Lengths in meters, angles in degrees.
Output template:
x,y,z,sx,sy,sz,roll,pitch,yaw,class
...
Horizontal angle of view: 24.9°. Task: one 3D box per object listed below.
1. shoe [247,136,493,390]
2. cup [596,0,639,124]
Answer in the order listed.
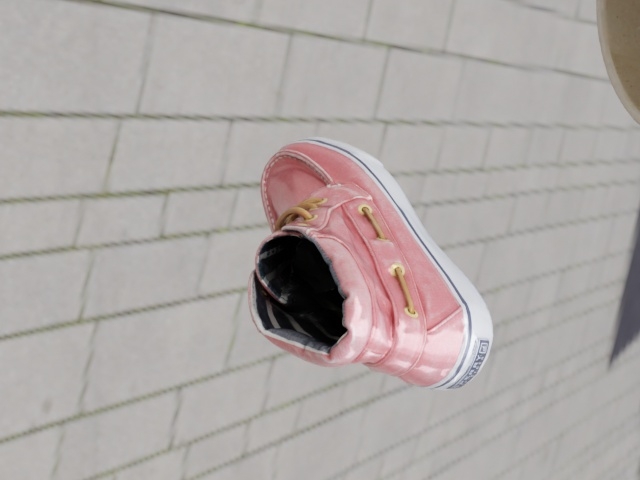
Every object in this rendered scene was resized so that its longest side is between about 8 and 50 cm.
x,y,z,sx,sy,sz,roll,pitch,yaw,class
0.000,0.000,0.651,0.081,0.178,0.063,13,115,-38,shoe
0.398,-0.224,1.109,0.331,0.236,0.331,-174,-90,-69,cup
